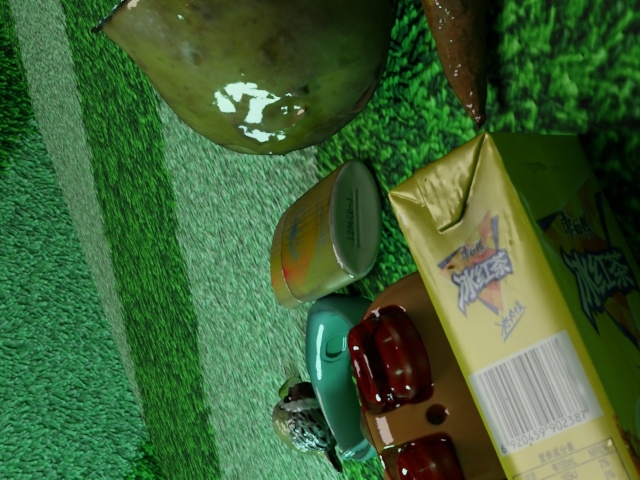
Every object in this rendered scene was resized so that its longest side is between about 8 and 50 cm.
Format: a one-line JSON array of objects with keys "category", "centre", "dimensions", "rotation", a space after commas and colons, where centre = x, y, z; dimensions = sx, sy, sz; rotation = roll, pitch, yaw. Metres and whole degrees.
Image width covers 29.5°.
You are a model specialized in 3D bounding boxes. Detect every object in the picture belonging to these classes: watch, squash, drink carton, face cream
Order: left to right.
[{"category": "squash", "centre": [-0.049, 0.234, 1.907], "dimensions": [0.027, 0.027, 0.083], "rotation": [68, 159, 13]}, {"category": "face cream", "centre": [0.000, 0.000, 1.495], "dimensions": [0.285, 0.067, 0.139], "rotation": [146, 125, -70]}, {"category": "watch", "centre": [0.049, 0.176, 1.542], "dimensions": [0.195, 0.068, 0.237], "rotation": [52, 148, 40]}, {"category": "drink carton", "centre": [0.191, 0.095, 0.913], "dimensions": [0.111, 0.155, 0.351], "rotation": [-32, 73, 35]}]

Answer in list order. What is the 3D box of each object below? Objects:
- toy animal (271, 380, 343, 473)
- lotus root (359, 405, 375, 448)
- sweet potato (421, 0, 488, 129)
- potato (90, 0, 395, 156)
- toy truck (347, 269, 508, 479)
[{"category": "toy animal", "centre": [-0.005, 0.261, 1.731], "dimensions": [0.137, 0.098, 0.098], "rotation": [37, 145, 26]}, {"category": "lotus root", "centre": [0.106, 0.184, 1.307], "dimensions": [0.081, 0.122, 0.112], "rotation": [112, 162, -52]}, {"category": "sweet potato", "centre": [0.105, -0.244, 1.016], "dimensions": [0.066, 0.072, 0.314], "rotation": [15, 119, 51]}, {"category": "potato", "centre": [-0.034, -0.216, 1.197], "dimensions": [0.237, 0.301, 0.289], "rotation": [48, 147, -9]}, {"category": "toy truck", "centre": [0.127, 0.155, 1.138], "dimensions": [0.239, 0.189, 0.264], "rotation": [147, 105, -79]}]
